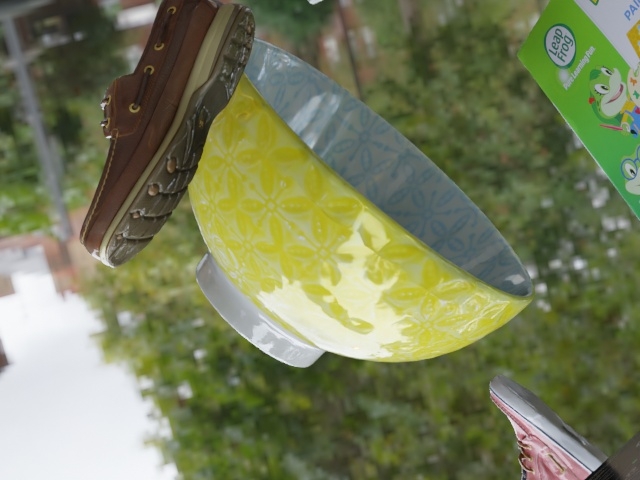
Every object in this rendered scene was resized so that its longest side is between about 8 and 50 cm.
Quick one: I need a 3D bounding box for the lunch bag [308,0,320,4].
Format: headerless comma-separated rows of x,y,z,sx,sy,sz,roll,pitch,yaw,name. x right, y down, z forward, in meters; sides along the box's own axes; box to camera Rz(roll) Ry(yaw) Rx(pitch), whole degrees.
0.049,-0.296,0.806,0.287,0.235,0.169,-29,-158,24,lunch bag

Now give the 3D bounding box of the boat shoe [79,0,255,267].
-0.100,-0.068,0.974,0.060,0.178,0.064,22,164,12,boat shoe

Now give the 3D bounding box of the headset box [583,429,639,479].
0.355,0.239,1.557,0.246,0.131,0.283,-46,176,19,headset box

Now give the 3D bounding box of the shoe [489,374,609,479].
0.238,0.230,1.817,0.081,0.178,0.063,-49,-172,13,shoe

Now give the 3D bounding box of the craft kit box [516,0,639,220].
0.272,-0.127,1.162,0.061,0.247,0.250,-15,152,-31,craft kit box

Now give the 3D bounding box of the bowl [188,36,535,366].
0.000,0.000,1.213,0.156,0.289,0.289,-49,-176,14,bowl
